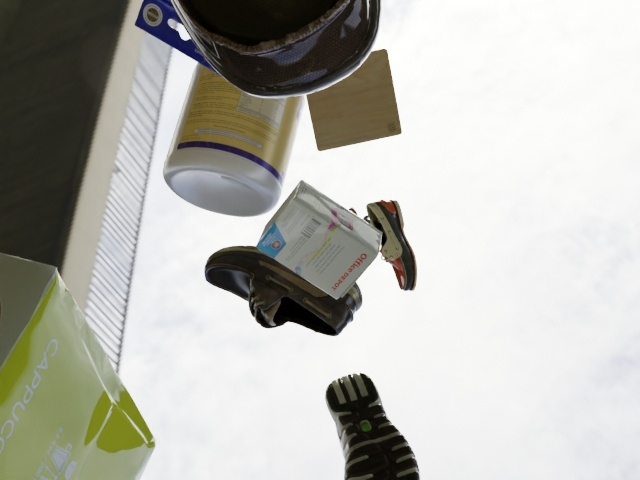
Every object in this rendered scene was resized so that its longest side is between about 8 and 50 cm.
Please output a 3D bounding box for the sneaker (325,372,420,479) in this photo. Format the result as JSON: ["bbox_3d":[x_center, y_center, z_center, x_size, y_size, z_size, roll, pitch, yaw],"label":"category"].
[{"bbox_3d":[0.087,0.342,1.376,0.107,0.162,0.281,-14,-140,-1],"label":"sneaker"}]

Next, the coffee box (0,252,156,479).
[{"bbox_3d":[-0.393,0.208,0.813,0.335,0.338,0.337,13,-124,16],"label":"coffee box"}]

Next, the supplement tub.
[{"bbox_3d":[-0.165,-0.239,1.889,0.241,0.241,0.331,-1,-117,32],"label":"supplement tub"}]

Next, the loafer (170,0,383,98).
[{"bbox_3d":[-0.076,-0.254,0.552,0.134,0.130,0.365,-25,-103,8],"label":"loafer"}]

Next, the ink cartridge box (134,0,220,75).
[{"bbox_3d":[-0.161,-0.435,1.354,0.176,0.370,0.069,32,-149,10],"label":"ink cartridge box"}]

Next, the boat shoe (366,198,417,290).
[{"bbox_3d":[0.099,0.007,1.282,0.043,0.049,0.137,-7,-107,-23],"label":"boat shoe"}]

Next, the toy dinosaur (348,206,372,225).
[{"bbox_3d":[0.052,-0.013,1.427,0.082,0.090,0.047,-40,-154,32],"label":"toy dinosaur"}]

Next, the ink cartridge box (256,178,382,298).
[{"bbox_3d":[0.000,0.000,1.111,0.088,0.122,0.052,-50,-169,32],"label":"ink cartridge box"}]

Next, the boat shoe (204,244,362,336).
[{"bbox_3d":[-0.093,0.108,1.938,0.356,0.132,0.130,12,-129,19],"label":"boat shoe"}]

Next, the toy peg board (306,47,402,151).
[{"bbox_3d":[0.057,-0.265,1.727,0.161,0.160,0.079,-11,-164,3],"label":"toy peg board"}]
